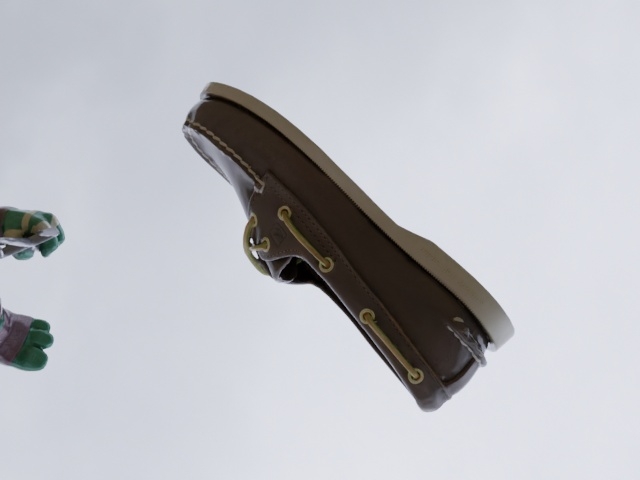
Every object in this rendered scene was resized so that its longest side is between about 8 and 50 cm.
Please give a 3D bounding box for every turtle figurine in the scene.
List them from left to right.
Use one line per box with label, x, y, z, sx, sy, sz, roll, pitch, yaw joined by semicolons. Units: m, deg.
turtle figurine;-0.231;0.030;0.865;0.175;0.234;0.118;-38;-119;-16

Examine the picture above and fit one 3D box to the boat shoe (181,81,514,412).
boat shoe;0.000;0.000;1.181;0.324;0.116;0.096;41;-99;17
